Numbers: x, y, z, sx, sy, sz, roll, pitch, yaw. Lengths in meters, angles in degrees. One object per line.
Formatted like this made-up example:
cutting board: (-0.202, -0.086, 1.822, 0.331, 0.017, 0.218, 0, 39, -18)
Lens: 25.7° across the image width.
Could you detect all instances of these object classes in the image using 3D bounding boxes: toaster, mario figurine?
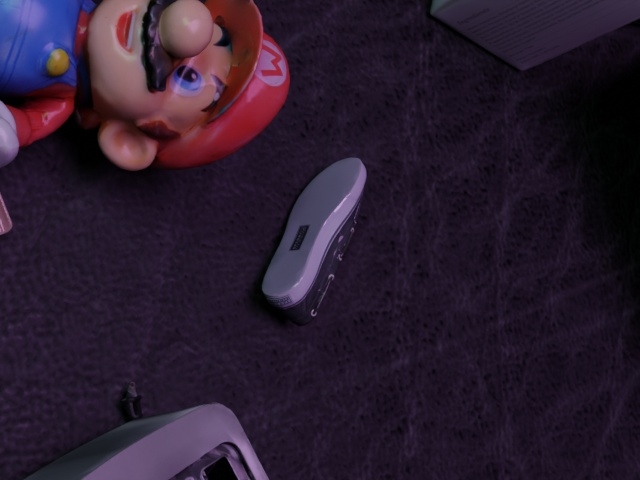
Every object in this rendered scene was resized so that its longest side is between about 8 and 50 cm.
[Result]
toaster: (-0.109, 0.195, 0.840, 0.168, 0.110, 0.185, -30, 95, -41)
mario figurine: (-0.157, -0.141, 0.862, 0.321, 0.170, 0.198, 13, 107, -27)

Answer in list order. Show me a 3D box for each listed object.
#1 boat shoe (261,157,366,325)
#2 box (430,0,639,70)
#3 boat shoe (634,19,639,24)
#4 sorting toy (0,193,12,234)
boat shoe: (0.000, 0.000, 1.036, 0.040, 0.049, 0.142, 55, 50, -36)
box: (0.202, -0.270, 1.189, 0.119, 0.182, 0.181, 26, 61, -31)
boat shoe: (0.289, -0.252, 1.336, 0.183, 0.066, 0.066, 14, 63, -46)
sorting toy: (-0.235, -0.035, 0.877, 0.062, 0.012, 0.083, -24, 95, -36)
